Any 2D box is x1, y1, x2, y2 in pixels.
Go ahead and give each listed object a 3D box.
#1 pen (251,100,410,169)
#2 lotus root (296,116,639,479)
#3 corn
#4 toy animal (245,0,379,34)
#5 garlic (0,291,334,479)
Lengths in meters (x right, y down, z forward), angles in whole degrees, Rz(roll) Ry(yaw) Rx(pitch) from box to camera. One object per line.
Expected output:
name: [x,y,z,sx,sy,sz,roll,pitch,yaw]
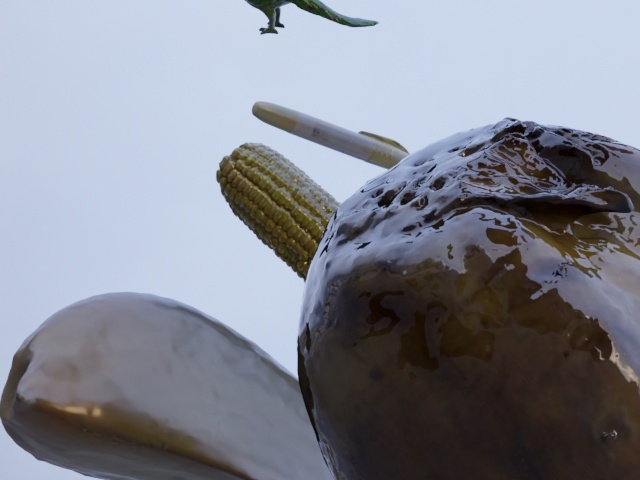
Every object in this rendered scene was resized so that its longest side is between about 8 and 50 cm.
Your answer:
pen: [0.021,-0.130,1.157,0.233,0.040,0.032,18,-22,-27]
lotus root: [0.094,0.045,0.489,0.192,0.272,0.272,55,-36,-9]
corn: [0.000,0.000,0.845,0.238,0.080,0.080,43,-36,7]
toy animal: [-0.036,-0.282,1.161,0.216,0.041,0.075,25,-45,6]
garlic: [-0.076,0.167,0.711,0.338,0.196,0.151,30,-79,-7]
